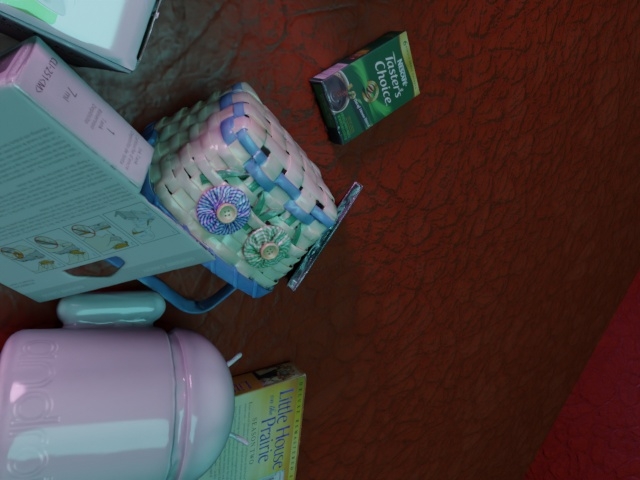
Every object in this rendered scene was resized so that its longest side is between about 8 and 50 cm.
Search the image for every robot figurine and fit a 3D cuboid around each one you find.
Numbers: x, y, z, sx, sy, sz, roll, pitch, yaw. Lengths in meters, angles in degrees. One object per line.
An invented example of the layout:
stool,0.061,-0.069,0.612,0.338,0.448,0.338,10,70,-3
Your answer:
robot figurine,-0.259,0.209,0.560,0.353,0.200,0.300,4,75,-30

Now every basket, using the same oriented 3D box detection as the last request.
basket,-0.149,-0.036,0.579,0.289,0.201,0.255,-32,131,19

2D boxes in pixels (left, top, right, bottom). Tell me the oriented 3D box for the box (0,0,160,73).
box,-0.205,-0.295,0.395,0.126,0.231,0.262,17,98,-40

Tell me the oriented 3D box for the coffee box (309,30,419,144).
coffee box,0.078,-0.251,0.747,0.184,0.040,0.113,-36,125,-20

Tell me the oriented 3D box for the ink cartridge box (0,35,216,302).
ink cartridge box,-0.275,-0.036,0.446,0.239,0.275,0.060,51,33,-49

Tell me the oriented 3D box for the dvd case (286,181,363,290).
dvd case,0.000,0.000,0.698,0.018,0.221,0.164,33,86,-2

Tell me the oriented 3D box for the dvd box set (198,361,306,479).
dvd box set,-0.225,0.393,0.768,0.420,0.062,0.308,-7,112,-34
